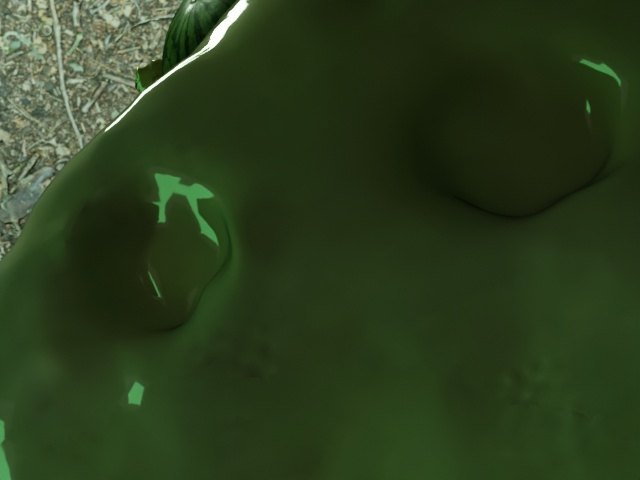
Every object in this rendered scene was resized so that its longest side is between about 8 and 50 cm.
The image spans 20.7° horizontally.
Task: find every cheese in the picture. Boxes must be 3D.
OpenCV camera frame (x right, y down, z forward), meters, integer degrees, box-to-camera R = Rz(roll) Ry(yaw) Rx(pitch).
[{"bbox_3d":[0.032,-0.006,0.439,0.174,0.251,0.248,77,-172,-48],"label":"cheese"}]

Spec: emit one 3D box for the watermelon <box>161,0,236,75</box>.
[{"bbox_3d":[0.007,-0.078,0.924,0.187,0.141,0.141,29,-162,-29],"label":"watermelon"}]

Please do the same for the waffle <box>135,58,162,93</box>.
[{"bbox_3d":[-0.001,0.001,1.002,0.254,0.052,0.245,18,-147,-37],"label":"waffle"}]
